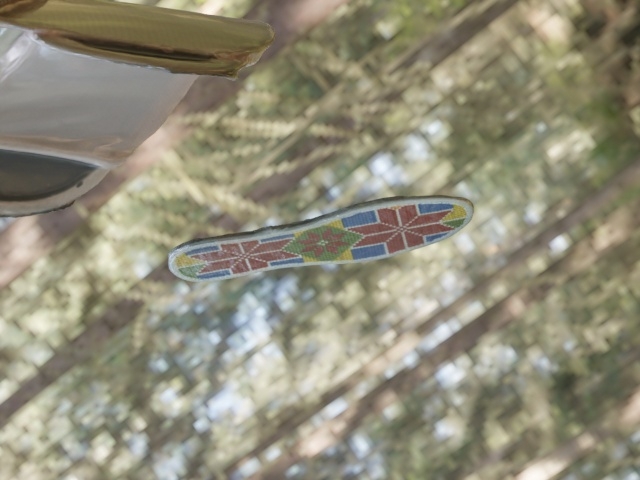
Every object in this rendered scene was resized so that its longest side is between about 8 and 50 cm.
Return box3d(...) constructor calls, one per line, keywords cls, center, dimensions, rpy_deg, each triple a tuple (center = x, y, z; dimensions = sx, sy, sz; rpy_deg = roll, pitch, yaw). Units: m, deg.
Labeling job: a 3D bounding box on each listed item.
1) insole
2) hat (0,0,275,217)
box3d(cls="insole", center=(0.000, 0.000, 1.161), dimensions=(0.065, 0.193, 0.006), rpy_deg=(71, -169, -59))
box3d(cls="hat", center=(-0.142, -0.098, 0.771), dimensions=(0.226, 0.219, 0.164), rpy_deg=(-25, -93, -35))
